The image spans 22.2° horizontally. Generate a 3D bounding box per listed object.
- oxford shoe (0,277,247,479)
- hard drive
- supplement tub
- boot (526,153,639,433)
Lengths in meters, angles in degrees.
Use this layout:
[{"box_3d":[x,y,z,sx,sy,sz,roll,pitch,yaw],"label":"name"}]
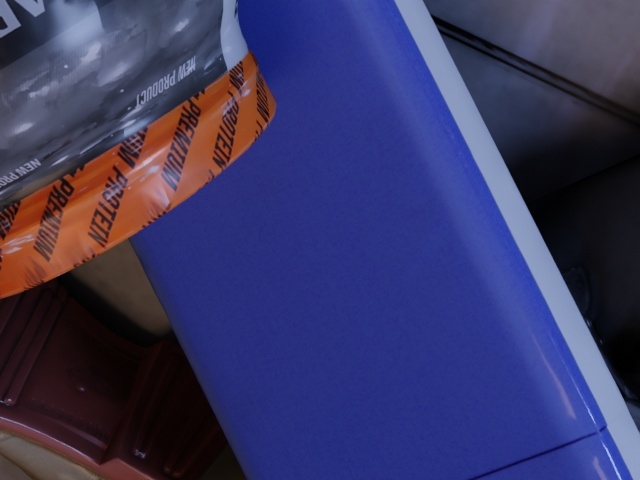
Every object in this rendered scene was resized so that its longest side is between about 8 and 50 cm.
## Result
[{"box_3d":[-0.192,0.092,1.000,0.348,0.123,0.130,32,141,-3],"label":"oxford shoe"},{"box_3d":[0.000,0.000,0.781,0.210,0.040,0.319,-28,87,40],"label":"hard drive"},{"box_3d":[-0.170,-0.157,0.668,0.207,0.207,0.338,-20,110,37],"label":"supplement tub"},{"box_3d":[0.228,0.111,0.790,0.445,0.146,0.367,-25,108,36],"label":"boot"}]
